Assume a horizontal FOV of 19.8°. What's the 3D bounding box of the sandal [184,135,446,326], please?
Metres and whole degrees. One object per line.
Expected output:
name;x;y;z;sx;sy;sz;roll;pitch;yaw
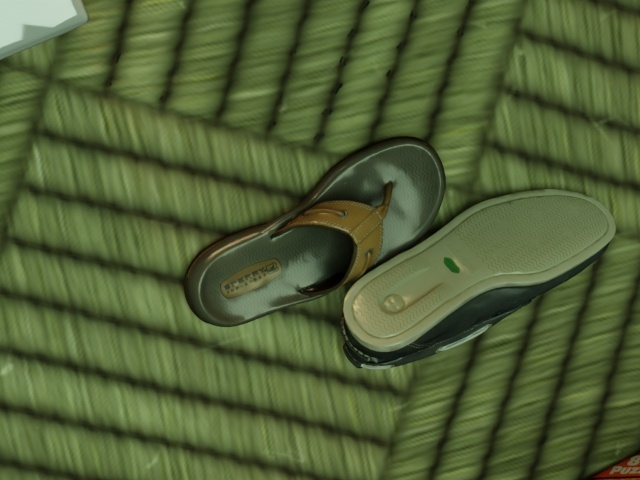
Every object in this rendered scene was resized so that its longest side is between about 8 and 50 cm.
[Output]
sandal;0.000;0.000;1.372;0.219;0.060;0.090;-26;107;-6

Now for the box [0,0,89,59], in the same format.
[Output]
box;-0.355;-0.184;1.195;0.345;0.168;0.215;-23;107;-8

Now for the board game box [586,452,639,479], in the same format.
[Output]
board game box;0.233;0.435;1.367;0.356;0.356;0.356;-28;107;-5

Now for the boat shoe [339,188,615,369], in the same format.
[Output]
boat shoe;0.120;0.030;1.409;0.233;0.084;0.079;-25;151;-15
